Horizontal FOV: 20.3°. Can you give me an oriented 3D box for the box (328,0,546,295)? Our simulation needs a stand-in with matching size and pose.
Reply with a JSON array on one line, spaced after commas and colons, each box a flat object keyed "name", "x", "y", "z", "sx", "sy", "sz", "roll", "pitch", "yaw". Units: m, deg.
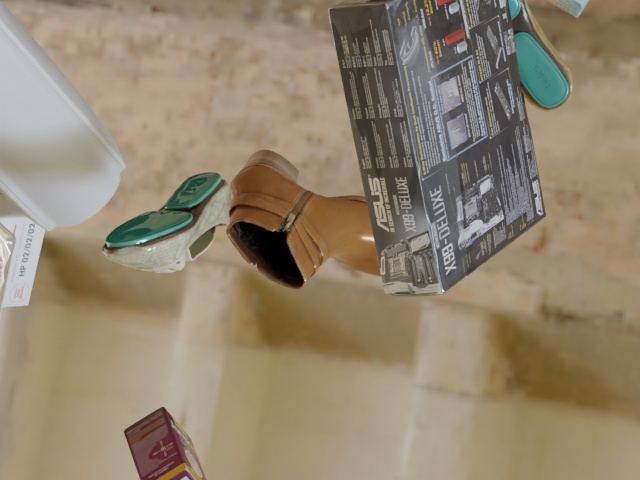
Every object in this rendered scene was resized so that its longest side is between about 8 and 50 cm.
[{"name": "box", "x": 0.128, "y": -0.125, "z": 1.859, "sx": 0.076, "sy": 0.307, "sz": 0.242, "roll": 0, "pitch": -160, "yaw": 35}]

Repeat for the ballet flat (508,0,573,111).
[{"name": "ballet flat", "x": 0.213, "y": -0.251, "z": 2.078, "sx": 0.080, "sy": 0.232, "sz": 0.073, "roll": -30, "pitch": -161, "yaw": 9}]

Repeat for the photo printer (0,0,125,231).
[{"name": "photo printer", "x": -0.305, "y": -0.168, "z": 1.435, "sx": 0.256, "sy": 0.107, "sz": 0.307, "roll": 48, "pitch": 177, "yaw": 34}]

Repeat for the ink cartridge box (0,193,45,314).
[{"name": "ink cartridge box", "x": -0.337, "y": 0.000, "z": 1.815, "sx": 0.061, "sy": 0.104, "sz": 0.181, "roll": -4, "pitch": -151, "yaw": -40}]

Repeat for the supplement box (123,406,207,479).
[{"name": "supplement box", "x": -0.128, "y": 0.191, "z": 1.511, "sx": 0.055, "sy": 0.043, "sz": 0.083, "roll": 55, "pitch": -176, "yaw": -40}]

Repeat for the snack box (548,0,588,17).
[{"name": "snack box", "x": 0.212, "y": -0.423, "z": 2.080, "sx": 0.322, "sy": 0.187, "sz": 0.060, "roll": 32, "pitch": 173, "yaw": 4}]

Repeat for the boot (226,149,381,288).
[{"name": "boot", "x": 0.000, "y": 0.000, "z": 2.389, "sx": 0.283, "sy": 0.109, "sz": 0.220, "roll": 38, "pitch": -156, "yaw": -12}]

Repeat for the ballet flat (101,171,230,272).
[{"name": "ballet flat", "x": -0.108, "y": -0.003, "z": 1.351, "sx": 0.057, "sy": 0.052, "sz": 0.168, "roll": 0, "pitch": -159, "yaw": 26}]
